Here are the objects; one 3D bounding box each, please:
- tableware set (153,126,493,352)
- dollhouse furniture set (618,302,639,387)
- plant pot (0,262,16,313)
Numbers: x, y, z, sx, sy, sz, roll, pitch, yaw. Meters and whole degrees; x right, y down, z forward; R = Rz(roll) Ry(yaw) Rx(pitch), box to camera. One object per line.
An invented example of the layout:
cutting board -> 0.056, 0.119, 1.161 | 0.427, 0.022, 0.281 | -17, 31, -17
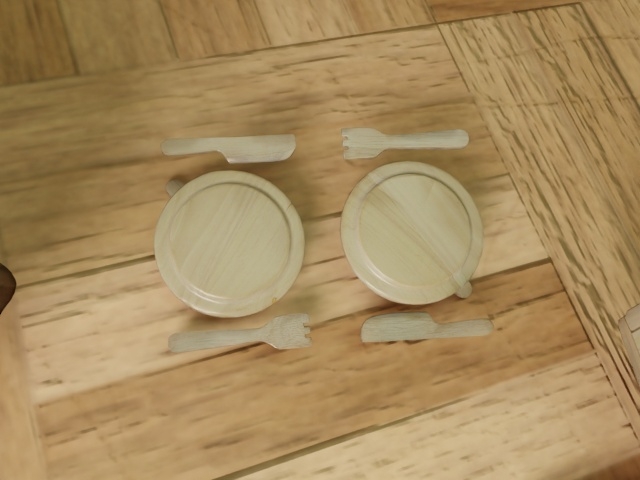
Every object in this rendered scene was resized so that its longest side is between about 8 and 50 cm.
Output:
tableware set -> 0.000, 0.000, 0.441 | 0.194, 0.039, 0.128 | -3, 78, -8
dollhouse furniture set -> 0.391, 0.043, 0.321 | 0.394, 0.256, 0.362 | -4, 65, -16
plant pot -> -0.279, 0.056, 0.247 | 0.263, 0.263, 0.229 | 25, 80, -1
